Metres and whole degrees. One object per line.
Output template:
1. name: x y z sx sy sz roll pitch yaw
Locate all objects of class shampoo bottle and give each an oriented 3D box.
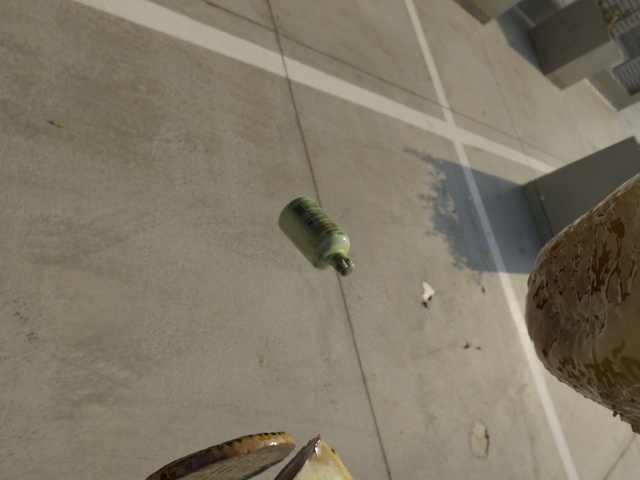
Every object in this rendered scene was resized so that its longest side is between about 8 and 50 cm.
1. shampoo bottle: 0.000 0.000 0.785 0.079 0.079 0.162 -3 42 -48

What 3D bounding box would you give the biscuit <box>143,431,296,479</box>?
1. biscuit: -0.200 0.446 0.896 0.318 0.318 0.040 9 45 -44

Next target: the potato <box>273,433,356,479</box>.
1. potato: 0.012 0.430 0.584 0.266 0.229 0.229 43 41 5

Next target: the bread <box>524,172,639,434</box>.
1. bread: 0.265 0.053 0.301 0.246 0.195 0.176 80 10 -71
